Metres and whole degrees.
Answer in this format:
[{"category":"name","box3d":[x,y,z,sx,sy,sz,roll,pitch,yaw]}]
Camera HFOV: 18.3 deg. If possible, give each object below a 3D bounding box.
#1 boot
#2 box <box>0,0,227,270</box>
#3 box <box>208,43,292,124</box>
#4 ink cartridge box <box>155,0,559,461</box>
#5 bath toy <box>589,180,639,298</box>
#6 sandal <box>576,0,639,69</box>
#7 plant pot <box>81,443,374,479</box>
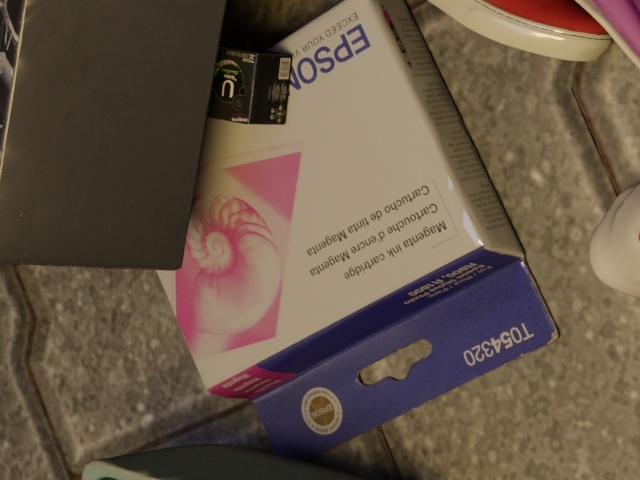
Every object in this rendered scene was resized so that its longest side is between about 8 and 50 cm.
[{"category":"boot","box3d":[0.148,-0.258,1.558,0.244,0.088,0.176,35,114,29]},{"category":"box","box3d":[-0.228,-0.183,1.687,0.312,0.179,0.343,31,114,57]},{"category":"box","box3d":[-0.074,-0.132,1.669,0.083,0.052,0.062,12,99,35]},{"category":"ink cartridge box","box3d":[0.000,0.000,1.709,0.324,0.071,0.330,-30,79,33]},{"category":"bath toy","box3d":[0.327,0.100,1.468,0.151,0.129,0.348,-29,80,-1]},{"category":"sandal","box3d":[0.190,-0.233,1.399,0.416,0.102,0.169,34,120,-16]},{"category":"plant pot","box3d":[-0.030,0.300,1.664,0.248,0.252,0.247,11,103,33]}]
